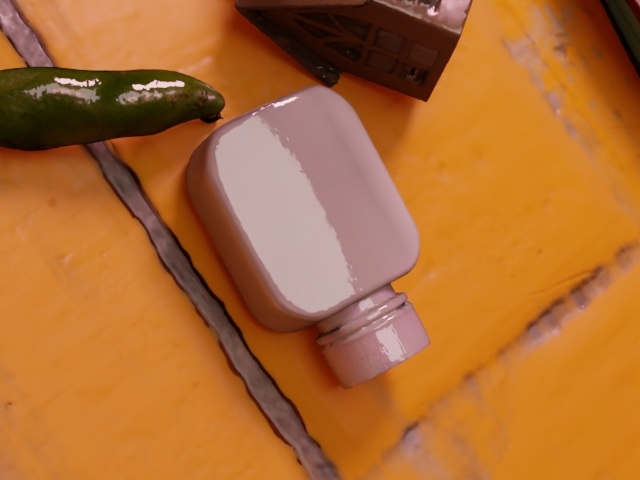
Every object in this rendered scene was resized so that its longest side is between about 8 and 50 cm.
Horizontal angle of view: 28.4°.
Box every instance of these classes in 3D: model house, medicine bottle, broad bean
[{"bbox_3d":[-0.005,-0.230,0.835,0.248,0.176,0.181,20,69,-1],"label":"model house"},{"bbox_3d":[0.000,0.000,0.809,0.119,0.069,0.183,-28,87,-29],"label":"medicine bottle"},{"bbox_3d":[-0.143,-0.082,0.770,0.195,0.061,0.046,-3,75,-25],"label":"broad bean"}]

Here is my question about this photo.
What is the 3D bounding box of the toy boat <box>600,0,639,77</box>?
[{"bbox_3d":[0.254,-0.226,0.975,0.136,0.079,0.392,-21,87,-29],"label":"toy boat"}]
